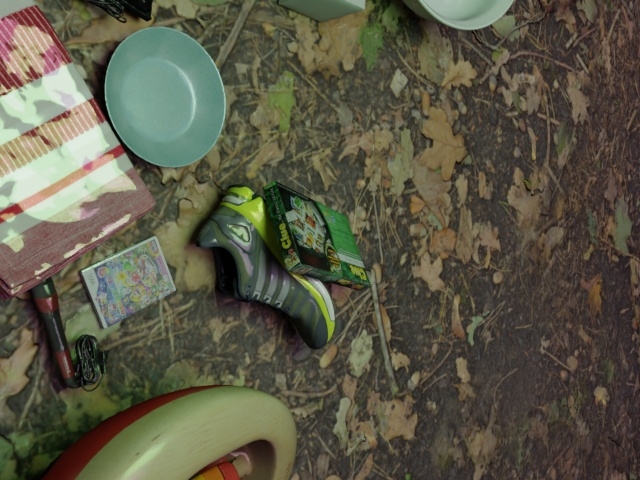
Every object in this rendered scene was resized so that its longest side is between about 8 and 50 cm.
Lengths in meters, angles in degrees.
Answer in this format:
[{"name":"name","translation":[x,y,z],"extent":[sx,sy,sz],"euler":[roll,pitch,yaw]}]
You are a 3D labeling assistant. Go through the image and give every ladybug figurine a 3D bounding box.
[{"name":"ladybug figurine","translation":[-0.203,0.319,0.955],"extent":[0.449,0.162,0.305],"euler":[-4,113,-59]}]

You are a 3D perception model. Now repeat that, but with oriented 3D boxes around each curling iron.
[{"name":"curling iron","translation":[-0.341,0.067,0.959],"extent":[0.068,0.035,0.273],"euler":[-42,115,-59]}]

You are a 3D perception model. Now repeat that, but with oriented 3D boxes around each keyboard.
[{"name":"keyboard","translation":[-0.308,-0.350,0.992],"extent":[0.192,0.038,0.100],"euler":[27,49,-39]}]

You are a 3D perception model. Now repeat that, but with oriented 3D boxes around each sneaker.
[{"name":"sneaker","translation":[-0.087,0.063,1.161],"extent":[0.121,0.111,0.300],"euler":[-44,113,-23]}]

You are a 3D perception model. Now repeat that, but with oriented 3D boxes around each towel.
[{"name":"towel","translation":[-0.365,-0.125,0.907],"extent":[0.237,0.037,0.329],"euler":[-40,111,-37]}]

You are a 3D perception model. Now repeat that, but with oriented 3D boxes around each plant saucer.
[{"name":"plant saucer","translation":[-0.222,-0.199,1.062],"extent":[0.195,0.037,0.194],"euler":[-1,92,-42]}]

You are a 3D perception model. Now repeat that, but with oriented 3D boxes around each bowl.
[{"name":"bowl","translation":[0.221,-0.527,1.388],"extent":[0.298,0.134,0.297],"euler":[-2,94,-31]}]

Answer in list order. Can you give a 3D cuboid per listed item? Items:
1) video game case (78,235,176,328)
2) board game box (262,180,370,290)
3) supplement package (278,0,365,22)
[{"name":"video game case","translation":[-0.264,0.056,1.044],"extent":[0.122,0.011,0.087],"euler":[-30,111,-39]},{"name":"board game box","translation":[0.000,0.000,1.183],"extent":[0.260,0.030,0.136],"euler":[22,44,-62]},{"name":"supplement package","translation":[0.008,-0.464,1.226],"extent":[0.105,0.105,0.179],"euler":[9,84,-44]}]
